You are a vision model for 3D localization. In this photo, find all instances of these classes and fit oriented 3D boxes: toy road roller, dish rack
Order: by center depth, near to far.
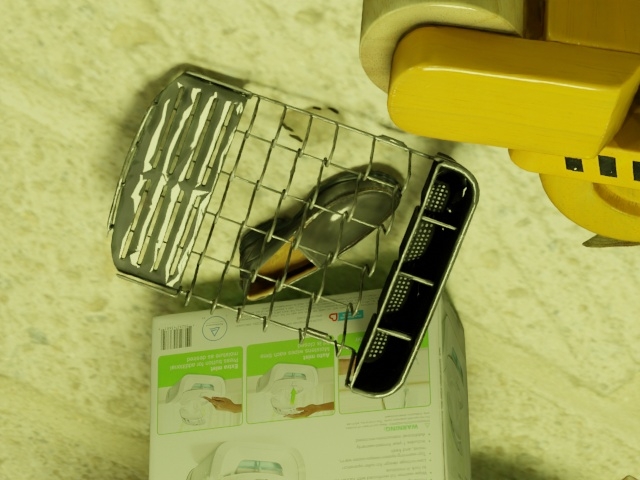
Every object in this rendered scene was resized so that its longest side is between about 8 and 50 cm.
[{"bbox_3d":[0.183,-0.122,1.383,0.329,0.203,0.241,9,146,-4],"label":"toy road roller"},{"bbox_3d":[-0.031,-0.012,1.545,0.271,0.074,0.208,19,107,-5],"label":"dish rack"}]

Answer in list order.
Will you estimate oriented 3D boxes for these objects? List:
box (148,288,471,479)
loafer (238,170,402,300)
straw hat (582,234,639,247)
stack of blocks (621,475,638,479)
[{"bbox_3d":[-0.008,0.174,1.659,0.262,0.231,0.127,-8,156,14],"label":"box"},{"bbox_3d":[0.000,0.000,1.619,0.170,0.061,0.062,-33,121,32],"label":"loafer"},{"bbox_3d":[0.277,-0.035,1.546,0.144,0.144,0.061,-7,96,14],"label":"straw hat"},{"bbox_3d":[0.364,0.368,1.929,0.297,0.087,0.171,30,131,-22],"label":"stack of blocks"}]
